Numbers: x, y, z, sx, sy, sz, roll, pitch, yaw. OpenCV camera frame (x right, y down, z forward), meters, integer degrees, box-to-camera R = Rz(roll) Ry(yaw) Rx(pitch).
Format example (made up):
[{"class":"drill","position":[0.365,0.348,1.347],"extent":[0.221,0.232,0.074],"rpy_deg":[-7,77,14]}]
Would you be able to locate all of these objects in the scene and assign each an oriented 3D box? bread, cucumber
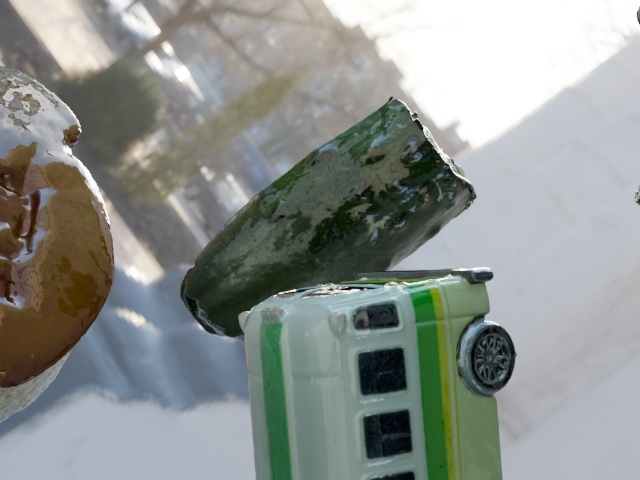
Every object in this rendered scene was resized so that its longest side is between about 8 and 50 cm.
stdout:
[{"class":"bread","position":[-0.264,0.002,0.868],"extent":[0.270,0.270,0.148],"rpy_deg":[55,-31,18]},{"class":"cucumber","position":[0.000,0.000,1.410],"extent":[0.105,0.325,0.145],"rpy_deg":[60,6,36]}]

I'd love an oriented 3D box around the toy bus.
[{"class":"toy bus","position":[0.038,0.161,0.937],"extent":[0.134,0.165,0.276],"rpy_deg":[-5,-90,52]}]

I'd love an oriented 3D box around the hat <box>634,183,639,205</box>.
[{"class":"hat","position":[0.289,-0.047,1.070],"extent":[0.059,0.077,0.076],"rpy_deg":[37,23,-3]}]

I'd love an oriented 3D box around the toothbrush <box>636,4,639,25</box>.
[{"class":"toothbrush","position":[0.451,-0.329,1.293],"extent":[0.042,0.418,0.040],"rpy_deg":[51,-6,-6]}]
